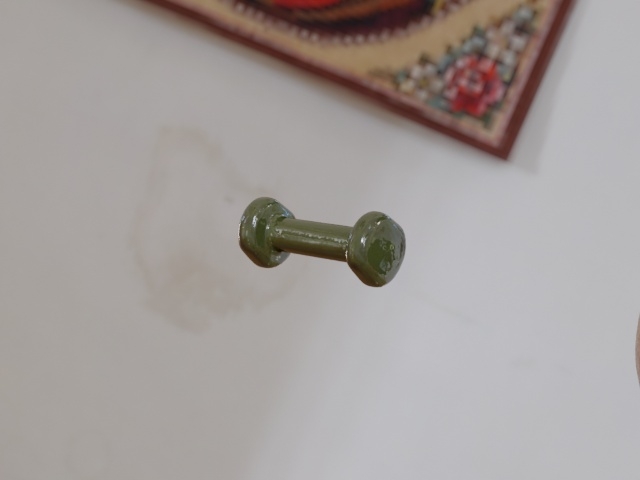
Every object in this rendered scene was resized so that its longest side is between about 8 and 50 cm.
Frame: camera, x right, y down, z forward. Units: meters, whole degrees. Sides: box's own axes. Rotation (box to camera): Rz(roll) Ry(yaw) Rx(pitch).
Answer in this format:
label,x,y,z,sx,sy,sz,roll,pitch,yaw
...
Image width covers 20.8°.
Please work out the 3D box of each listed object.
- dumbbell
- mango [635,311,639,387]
label,x,y,z,sx,sy,sz,roll,pitch,yaw
dumbbell,0.000,0.000,1.166,0.118,0.046,0.052,9,-24,38
mango,0.259,0.081,1.091,0.126,0.153,0.252,-1,3,14
